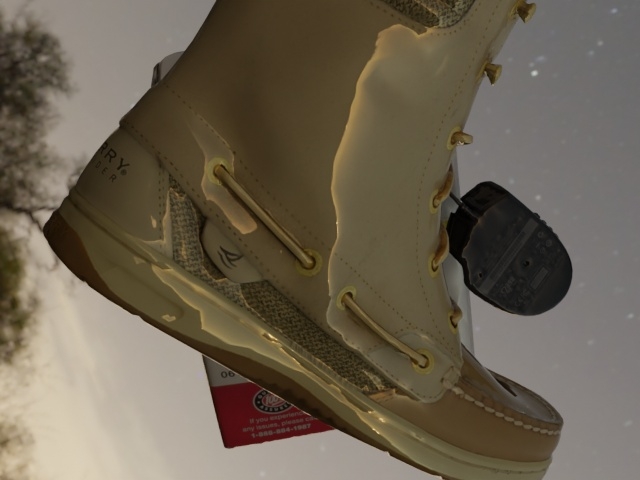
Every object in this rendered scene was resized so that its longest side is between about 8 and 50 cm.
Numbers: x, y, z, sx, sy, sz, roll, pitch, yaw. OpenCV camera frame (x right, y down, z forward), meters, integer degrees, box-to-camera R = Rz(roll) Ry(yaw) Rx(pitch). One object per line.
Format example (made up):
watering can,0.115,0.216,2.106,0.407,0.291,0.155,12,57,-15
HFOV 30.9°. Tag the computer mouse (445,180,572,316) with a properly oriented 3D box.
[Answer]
computer mouse,0.083,-0.028,0.777,0.242,0.071,0.041,41,-4,-26

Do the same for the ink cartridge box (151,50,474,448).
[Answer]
ink cartridge box,0.000,0.000,0.931,0.131,0.226,0.306,-100,180,-57

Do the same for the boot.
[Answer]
boot,0.043,-0.021,0.498,0.262,0.203,0.095,31,3,-23
